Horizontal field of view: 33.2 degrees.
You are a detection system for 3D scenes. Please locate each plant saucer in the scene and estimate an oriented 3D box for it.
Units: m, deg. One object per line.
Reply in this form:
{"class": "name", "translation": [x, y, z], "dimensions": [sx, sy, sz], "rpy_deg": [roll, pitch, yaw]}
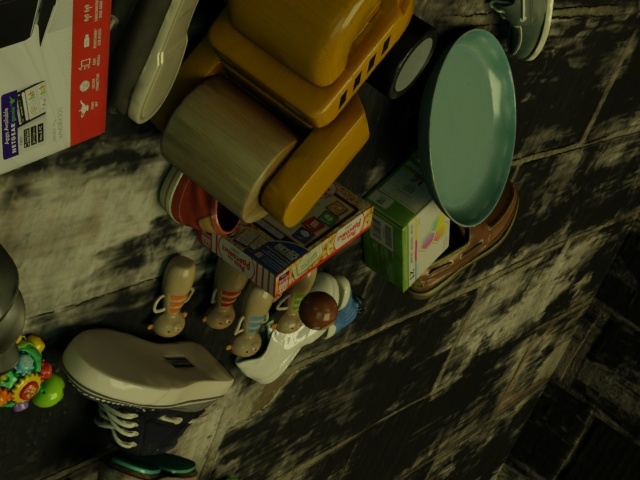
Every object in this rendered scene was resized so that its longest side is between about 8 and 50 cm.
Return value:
{"class": "plant saucer", "translation": [0.235, -0.181, 1.739], "dimensions": [0.317, 0.043, 0.318], "rpy_deg": [-15, 107, -56]}

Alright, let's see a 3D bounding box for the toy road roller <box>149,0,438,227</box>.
{"class": "toy road roller", "translation": [-0.038, -0.198, 1.150], "dimensions": [0.329, 0.202, 0.240], "rpy_deg": [-51, 166, -4]}

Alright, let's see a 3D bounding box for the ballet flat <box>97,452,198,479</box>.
{"class": "ballet flat", "translation": [-0.259, 0.363, 1.546], "dimensions": [0.316, 0.107, 0.106], "rpy_deg": [46, 60, -76]}

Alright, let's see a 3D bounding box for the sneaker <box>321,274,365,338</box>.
{"class": "sneaker", "translation": [0.042, 0.101, 1.847], "dimensions": [0.084, 0.058, 0.152], "rpy_deg": [-27, 148, -34]}

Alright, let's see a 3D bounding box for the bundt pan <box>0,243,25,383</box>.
{"class": "bundt pan", "translation": [-0.415, 0.107, 1.018], "dimensions": [0.331, 0.124, 0.331], "rpy_deg": [-40, 150, -29]}

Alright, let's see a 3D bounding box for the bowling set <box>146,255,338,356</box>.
{"class": "bowling set", "translation": [-0.083, 0.100, 1.496], "dimensions": [0.287, 0.200, 0.154], "rpy_deg": [-20, 139, -44]}

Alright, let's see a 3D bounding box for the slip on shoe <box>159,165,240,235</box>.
{"class": "slip on shoe", "translation": [-0.066, -0.147, 1.328], "dimensions": [0.331, 0.101, 0.123], "rpy_deg": [-55, 152, -2]}

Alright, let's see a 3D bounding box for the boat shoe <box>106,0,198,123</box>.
{"class": "boat shoe", "translation": [-0.149, -0.265, 1.008], "dimensions": [0.335, 0.095, 0.112], "rpy_deg": [-62, 178, 28]}

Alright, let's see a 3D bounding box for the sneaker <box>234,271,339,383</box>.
{"class": "sneaker", "translation": [-0.054, 0.134, 1.720], "dimensions": [0.212, 0.080, 0.094], "rpy_deg": [-53, 142, -2]}

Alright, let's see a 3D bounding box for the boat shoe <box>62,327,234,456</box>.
{"class": "boat shoe", "translation": [-0.250, 0.217, 1.423], "dimensions": [0.158, 0.127, 0.340], "rpy_deg": [-52, 154, 9]}

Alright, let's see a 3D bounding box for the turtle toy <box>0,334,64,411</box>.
{"class": "turtle toy", "translation": [-0.349, 0.161, 1.255], "dimensions": [0.095, 0.066, 0.130], "rpy_deg": [-54, 154, -2]}

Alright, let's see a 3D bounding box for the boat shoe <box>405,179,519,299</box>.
{"class": "boat shoe", "translation": [0.271, -0.017, 2.035], "dimensions": [0.307, 0.110, 0.104], "rpy_deg": [-47, 154, -16]}

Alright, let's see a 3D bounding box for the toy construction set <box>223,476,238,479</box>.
{"class": "toy construction set", "translation": [-0.203, 0.534, 1.874], "dimensions": [0.215, 0.151, 0.328], "rpy_deg": [-12, 142, -54]}

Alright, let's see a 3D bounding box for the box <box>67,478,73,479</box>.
{"class": "box", "translation": [-0.385, 0.451, 1.526], "dimensions": [0.180, 0.077, 0.147], "rpy_deg": [-41, 151, -25]}

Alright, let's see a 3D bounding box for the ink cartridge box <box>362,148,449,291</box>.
{"class": "ink cartridge box", "translation": [0.188, -0.066, 1.856], "dimensions": [0.255, 0.097, 0.189], "rpy_deg": [-42, 151, -23]}

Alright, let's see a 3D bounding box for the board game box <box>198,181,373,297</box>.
{"class": "board game box", "translation": [-0.046, -0.024, 1.455], "dimensions": [0.193, 0.146, 0.045], "rpy_deg": [-35, 148, -33]}

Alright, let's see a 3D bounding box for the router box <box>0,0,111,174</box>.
{"class": "router box", "translation": [-0.311, -0.194, 0.878], "dimensions": [0.301, 0.082, 0.335], "rpy_deg": [-31, 145, -40]}

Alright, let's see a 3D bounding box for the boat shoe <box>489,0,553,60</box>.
{"class": "boat shoe", "translation": [0.317, -0.406, 1.708], "dimensions": [0.099, 0.116, 0.319], "rpy_deg": [-4, 150, -2]}
